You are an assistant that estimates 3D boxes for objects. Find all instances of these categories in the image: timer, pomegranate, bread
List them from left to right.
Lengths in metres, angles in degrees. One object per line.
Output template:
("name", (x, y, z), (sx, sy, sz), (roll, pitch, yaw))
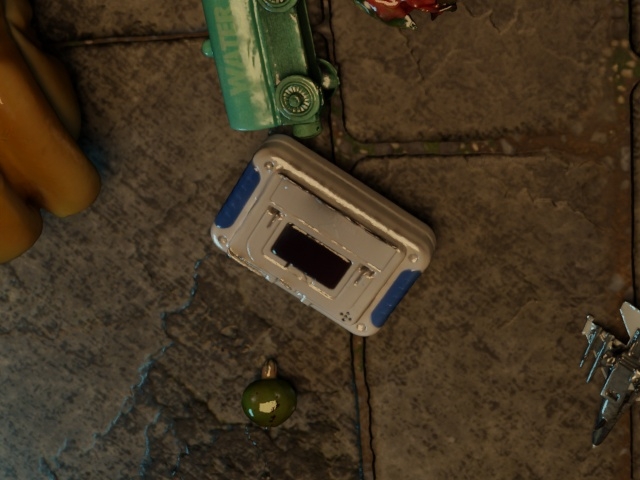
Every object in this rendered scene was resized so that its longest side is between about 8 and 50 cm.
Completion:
("bread", (-0.443, -0.185, 1.730), (0.245, 0.329, 0.424), (-33, 106, -21))
("pomegranate", (-0.072, 0.206, 1.880), (0.073, 0.073, 0.085), (-35, 64, 21))
("timer", (0.000, 0.000, 1.761), (0.253, 0.078, 0.178), (32, 124, -3))

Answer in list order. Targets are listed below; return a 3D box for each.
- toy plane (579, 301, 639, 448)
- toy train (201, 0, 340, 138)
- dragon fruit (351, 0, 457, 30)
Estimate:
("toy plane", (0.378, 0.177, 1.770), (0.160, 0.082, 0.234), (35, 116, 25))
("toy train", (-0.069, -0.237, 1.687), (0.159, 0.101, 0.248), (-4, 112, 22))
("dragon fruit", (0.124, -0.370, 1.530), (0.234, 0.234, 0.293), (42, 104, -7))
